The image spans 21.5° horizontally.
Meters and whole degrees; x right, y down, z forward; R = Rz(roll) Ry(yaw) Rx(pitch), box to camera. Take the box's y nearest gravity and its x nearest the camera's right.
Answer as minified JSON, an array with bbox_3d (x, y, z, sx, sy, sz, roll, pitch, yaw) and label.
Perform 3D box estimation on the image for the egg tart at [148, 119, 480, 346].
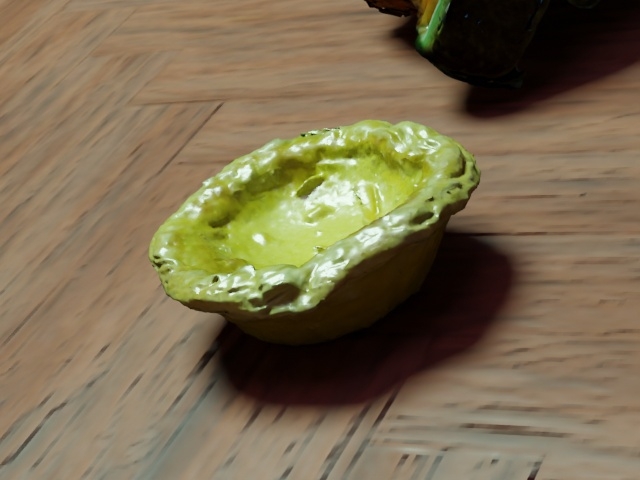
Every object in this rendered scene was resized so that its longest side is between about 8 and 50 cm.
[{"bbox_3d":[0.000,0.000,0.508,0.105,0.039,0.105,-14,29,8],"label":"egg tart"}]

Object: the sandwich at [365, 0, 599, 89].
[{"bbox_3d":[0.078,-0.159,0.644,0.159,0.079,0.235,-44,36,52],"label":"sandwich"}]
